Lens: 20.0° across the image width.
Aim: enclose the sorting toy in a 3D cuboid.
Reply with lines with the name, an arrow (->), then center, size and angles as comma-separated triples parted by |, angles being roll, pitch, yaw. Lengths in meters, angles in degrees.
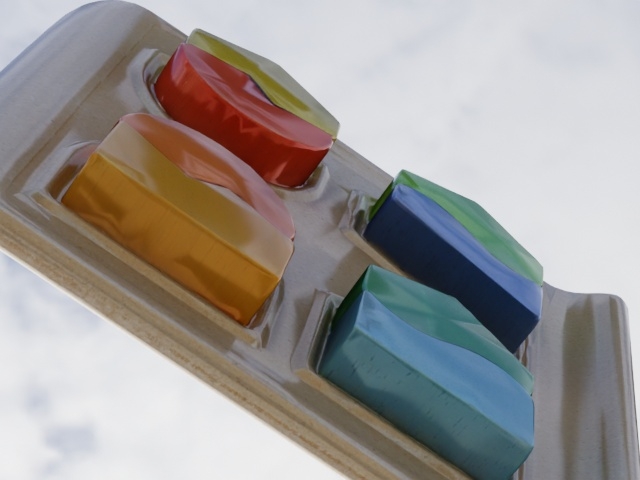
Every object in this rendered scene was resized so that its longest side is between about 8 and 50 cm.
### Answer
sorting toy -> 0.000, 0.000, 0.512 | 0.208, 0.193, 0.038 | 30, -69, -4
